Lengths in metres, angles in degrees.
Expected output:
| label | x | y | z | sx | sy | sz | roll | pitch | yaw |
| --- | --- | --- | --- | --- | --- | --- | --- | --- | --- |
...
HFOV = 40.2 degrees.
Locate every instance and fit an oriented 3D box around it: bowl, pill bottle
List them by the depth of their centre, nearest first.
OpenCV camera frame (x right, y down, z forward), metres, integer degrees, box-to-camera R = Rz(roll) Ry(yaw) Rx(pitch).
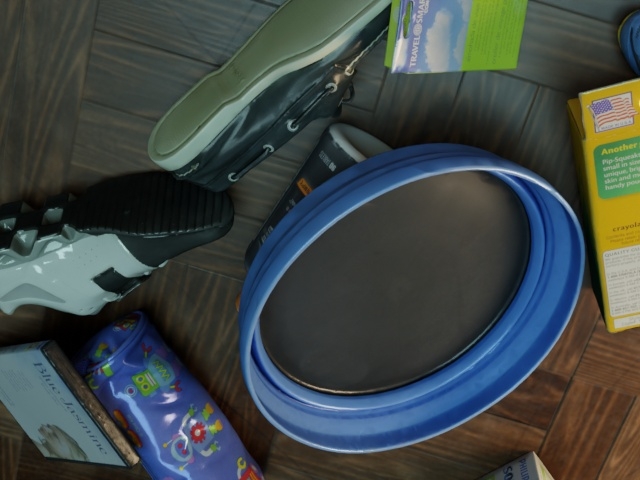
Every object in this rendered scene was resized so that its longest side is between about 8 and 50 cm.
| label | x | y | z | sx | sy | sz | roll | pitch | yaw |
| --- | --- | --- | --- | --- | --- | --- | --- | --- | --- |
| bowl | 0.097 | 0.069 | 0.950 | 0.391 | 0.077 | 0.391 | -12 | 129 | -15 |
| pill bottle | 0.000 | 0.000 | 0.992 | 0.130 | 0.130 | 0.245 | 32 | 111 | -6 |

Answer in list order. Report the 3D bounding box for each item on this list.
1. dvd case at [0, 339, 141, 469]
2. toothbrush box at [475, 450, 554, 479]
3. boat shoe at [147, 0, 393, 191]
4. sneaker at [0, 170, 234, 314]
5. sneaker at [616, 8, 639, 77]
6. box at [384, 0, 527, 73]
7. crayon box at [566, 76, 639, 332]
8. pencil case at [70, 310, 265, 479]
| label | x | y | z | sx | sy | sz | roll | pitch | yaw |
| --- | --- | --- | --- | --- | --- | --- | --- | --- | --- |
| dvd case | -0.336 | 0.206 | 1.087 | 0.253 | 0.022 | 0.180 | -13 | 113 | 49 |
| toothbrush box | 0.186 | 0.424 | 1.094 | 0.283 | 0.206 | 0.122 | -31 | 104 | 17 |
| boat shoe | -0.025 | -0.167 | 0.944 | 0.340 | 0.127 | 0.113 | -40 | 130 | 8 |
| sneaker | -0.253 | 0.015 | 1.045 | 0.330 | 0.122 | 0.146 | -8 | 128 | 8 |
| sneaker | 0.392 | -0.156 | 0.919 | 0.069 | 0.082 | 0.209 | -42 | 103 | 16 |
| box | 0.134 | -0.226 | 0.884 | 0.178 | 0.042 | 0.109 | -10 | 116 | -35 |
| crayon box | 0.377 | -0.060 | 0.907 | 0.203 | 0.083 | 0.323 | -13 | 128 | 10 |
| pencil case | -0.192 | 0.240 | 1.105 | 0.119 | 0.133 | 0.306 | -21 | 108 | 41 |
